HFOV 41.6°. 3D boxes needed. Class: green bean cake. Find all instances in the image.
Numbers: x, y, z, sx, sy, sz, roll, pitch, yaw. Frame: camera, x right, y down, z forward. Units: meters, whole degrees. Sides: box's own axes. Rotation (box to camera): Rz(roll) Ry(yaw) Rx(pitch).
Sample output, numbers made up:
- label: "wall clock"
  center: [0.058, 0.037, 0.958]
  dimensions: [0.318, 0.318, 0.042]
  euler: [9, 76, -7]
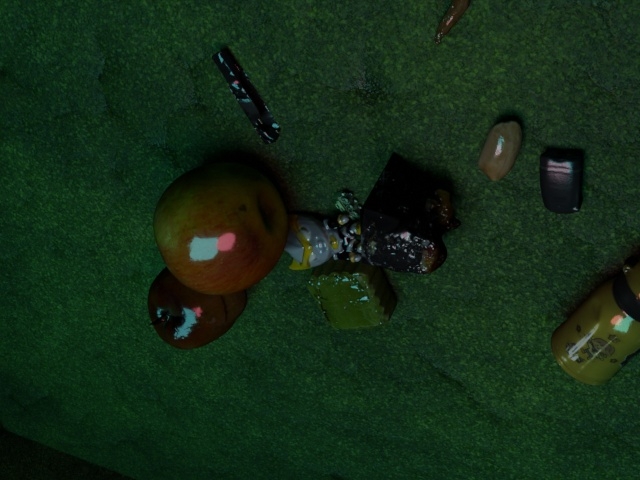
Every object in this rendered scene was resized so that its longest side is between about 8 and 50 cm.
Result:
- label: "green bean cake"
  center: [0.085, 0.138, 2.242]
  dimensions: [0.200, 0.113, 0.214]
  euler: [-8, 124, 36]

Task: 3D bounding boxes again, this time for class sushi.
- label: "sushi"
  center: [0.208, -0.030, 1.937]
  dimensions: [0.212, 0.215, 0.227]
  euler: [18, 136, 14]

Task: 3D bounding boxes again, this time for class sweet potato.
- label: "sweet potato"
  center: [0.264, -0.469, 1.616]
  dimensions: [0.050, 0.050, 0.214]
  euler: [24, 141, 8]

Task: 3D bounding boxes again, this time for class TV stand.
- label: "TV stand"
  center: [-0.173, -0.341, 1.991]
  dimensions: [0.036, 0.042, 0.249]
  euler: [-10, 124, 39]

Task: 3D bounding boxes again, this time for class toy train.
- label: "toy train"
  center: [0.068, -0.087, 2.099]
  dimensions: [0.053, 0.033, 0.083]
  euler: [-12, 123, 43]

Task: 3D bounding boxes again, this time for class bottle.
- label: "bottle"
  center: [0.677, 0.173, 1.891]
  dimensions: [0.171, 0.171, 0.351]
  euler: [29, 138, 2]

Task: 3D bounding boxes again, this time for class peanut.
- label: "peanut"
  center: [0.383, -0.193, 1.788]
  dimensions: [0.076, 0.076, 0.152]
  euler: [22, 132, 10]

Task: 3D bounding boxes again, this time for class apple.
- label: "apple"
  center: [-0.243, -0.033, 2.116]
  dimensions: [0.339, 0.340, 0.340]
  euler: [16, 136, 16]

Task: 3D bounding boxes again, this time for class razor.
- label: "razor"
  center: [0.513, -0.123, 1.793]
  dimensions: [0.090, 0.054, 0.148]
  euler: [9, 133, 28]

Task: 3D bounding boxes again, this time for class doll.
- label: "doll"
  center: [0.001, 0.005, 2.165]
  dimensions: [0.316, 0.103, 0.145]
  euler: [-5, 132, 39]

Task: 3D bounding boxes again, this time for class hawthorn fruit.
- label: "hawthorn fruit"
  center: [-0.372, 0.186, 2.411]
  dimensions: [0.267, 0.301, 0.268]
  euler: [26, 133, 32]
